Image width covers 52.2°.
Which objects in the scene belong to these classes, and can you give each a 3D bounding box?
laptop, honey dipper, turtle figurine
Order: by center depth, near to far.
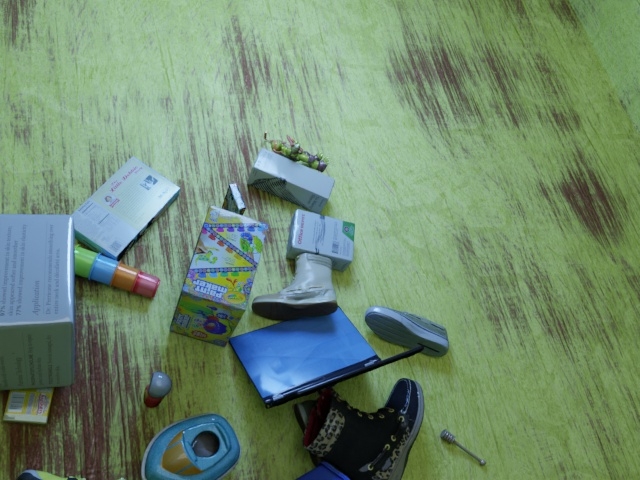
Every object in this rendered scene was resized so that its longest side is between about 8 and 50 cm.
[{"bbox_3d":[-0.001,0.288,1.815,0.382,0.408,0.236,-15,77,-26],"label":"laptop"},{"bbox_3d":[0.434,0.631,1.979,0.160,0.030,0.030,37,56,1],"label":"honey dipper"},{"bbox_3d":[-0.083,-0.297,2.248,0.217,0.269,0.087,18,92,-26],"label":"turtle figurine"}]

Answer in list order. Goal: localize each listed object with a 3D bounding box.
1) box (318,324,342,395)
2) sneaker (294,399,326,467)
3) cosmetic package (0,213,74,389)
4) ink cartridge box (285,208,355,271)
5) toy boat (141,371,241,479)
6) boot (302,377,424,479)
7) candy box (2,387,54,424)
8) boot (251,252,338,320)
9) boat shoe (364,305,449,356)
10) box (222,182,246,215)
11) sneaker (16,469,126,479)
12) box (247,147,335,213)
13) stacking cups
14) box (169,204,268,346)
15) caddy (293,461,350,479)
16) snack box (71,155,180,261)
[{"bbox_3d":[0.045,0.353,1.995,0.225,0.036,0.136,-32,76,-33],"label":"box"},{"bbox_3d":[-0.003,0.540,1.850,0.086,0.064,0.192,-13,66,-24],"label":"sneaker"},{"bbox_3d":[-0.811,0.154,1.602,0.393,0.327,0.329,1,53,-20],"label":"cosmetic package"},{"bbox_3d":[0.000,0.000,2.151,0.208,0.087,0.153,15,58,-12],"label":"ink cartridge box"},{"bbox_3d":[-0.365,0.495,1.688,0.267,0.148,0.318,-24,70,-36],"label":"toy boat"},{"bbox_3d":[0.126,0.502,1.843,0.284,0.138,0.377,36,56,-14],"label":"boot"},{"bbox_3d":[-0.745,0.372,1.701,0.105,0.027,0.206,10,58,-15],"label":"candy box"},{"bbox_3d":[-0.083,0.139,2.037,0.262,0.095,0.203,-5,49,-1],"label":"boot"},{"bbox_3d":[0.276,0.278,2.095,0.302,0.109,0.094,28,40,-14],"label":"boat shoe"},{"bbox_3d":[-0.276,-0.107,2.082,0.027,0.137,0.094,-13,67,-26],"label":"box"},{"bbox_3d":[-0.544,0.644,1.576,0.384,0.145,0.147,25,26,-3],"label":"sneaker"},{"bbox_3d":[-0.100,-0.200,2.217,0.275,0.113,0.094,22,57,-5],"label":"box"},{"bbox_3d":[-0.619,0.085,1.872,0.316,0.096,0.096,20,56,-8],"label":"stacking cups"},{"bbox_3d":[-0.293,0.108,1.860,0.177,0.290,0.279,19,57,-10],"label":"box"},{"bbox_3d":[0.042,0.694,1.623,0.179,0.341,0.241,-21,96,-21],"label":"caddy"},{"bbox_3d":[-0.602,-0.098,2.006,0.187,0.060,0.322,34,56,1],"label":"snack box"}]
